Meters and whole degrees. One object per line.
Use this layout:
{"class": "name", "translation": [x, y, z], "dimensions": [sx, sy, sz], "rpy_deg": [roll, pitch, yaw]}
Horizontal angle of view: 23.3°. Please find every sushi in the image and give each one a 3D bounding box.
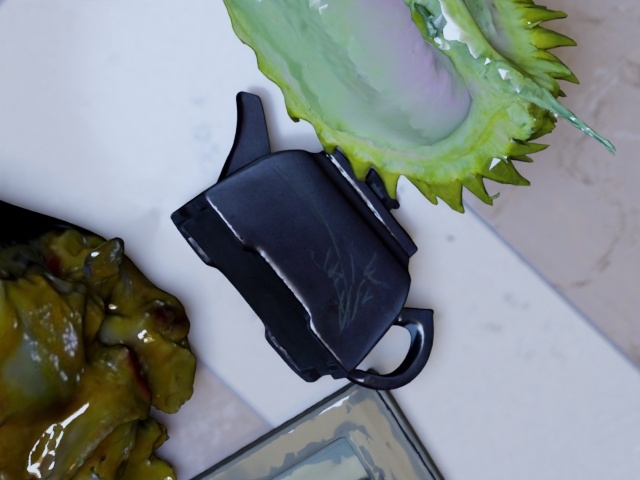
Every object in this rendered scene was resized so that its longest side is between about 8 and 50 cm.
{"class": "sushi", "translation": [-0.188, 0.082, 0.798], "dimensions": [0.204, 0.213, 0.200], "rpy_deg": [18, 122, 14]}

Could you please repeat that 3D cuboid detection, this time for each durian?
{"class": "durian", "translation": [0.006, -0.173, 0.748], "dimensions": [0.157, 0.169, 0.355], "rpy_deg": [-27, 90, 3]}

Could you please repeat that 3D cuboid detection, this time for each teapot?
{"class": "teapot", "translation": [0.000, 0.000, 0.826], "dimensions": [0.096, 0.087, 0.177], "rpy_deg": [-40, 95, -18]}

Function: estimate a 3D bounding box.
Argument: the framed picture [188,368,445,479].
{"class": "framed picture", "translation": [-0.071, 0.321, 0.899], "dimensions": [0.446, 0.028, 0.326], "rpy_deg": [-32, 96, 7]}
